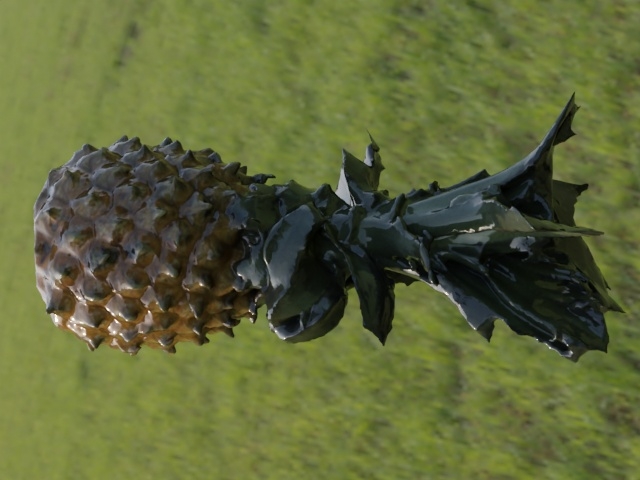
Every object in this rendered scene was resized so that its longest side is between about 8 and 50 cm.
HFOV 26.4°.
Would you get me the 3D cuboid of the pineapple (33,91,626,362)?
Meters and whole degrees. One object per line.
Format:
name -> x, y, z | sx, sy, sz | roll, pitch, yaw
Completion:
pineapple -> 0.000, 0.000, 0.649 | 0.130, 0.277, 0.119 | -12, -82, -71
